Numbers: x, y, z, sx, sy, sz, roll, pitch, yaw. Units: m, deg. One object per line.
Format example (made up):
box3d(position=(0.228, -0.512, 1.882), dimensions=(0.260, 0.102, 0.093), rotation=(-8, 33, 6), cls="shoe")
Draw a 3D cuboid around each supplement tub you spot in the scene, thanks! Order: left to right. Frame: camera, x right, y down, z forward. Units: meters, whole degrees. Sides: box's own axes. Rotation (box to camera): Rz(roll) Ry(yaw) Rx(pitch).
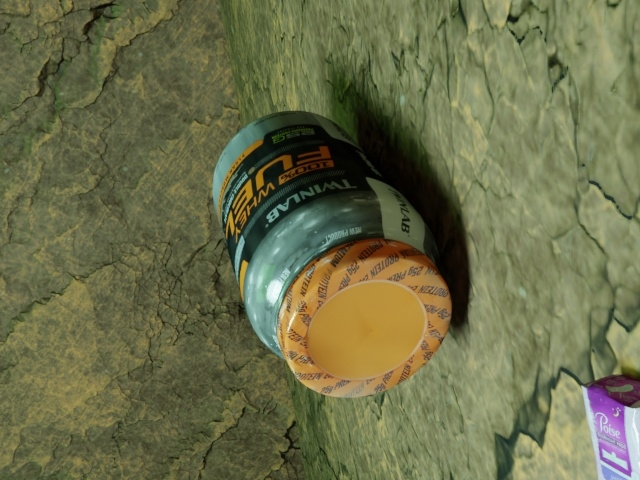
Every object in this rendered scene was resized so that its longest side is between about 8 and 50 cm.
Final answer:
box3d(position=(0.000, 0.000, 0.698), dimensions=(0.338, 0.207, 0.207), rotation=(-120, 21, -56), cls="supplement tub")

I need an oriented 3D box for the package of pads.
box3d(position=(0.186, 0.125, 0.364), dimensions=(0.050, 0.032, 0.083), rotation=(-173, 71, -75), cls="package of pads")
